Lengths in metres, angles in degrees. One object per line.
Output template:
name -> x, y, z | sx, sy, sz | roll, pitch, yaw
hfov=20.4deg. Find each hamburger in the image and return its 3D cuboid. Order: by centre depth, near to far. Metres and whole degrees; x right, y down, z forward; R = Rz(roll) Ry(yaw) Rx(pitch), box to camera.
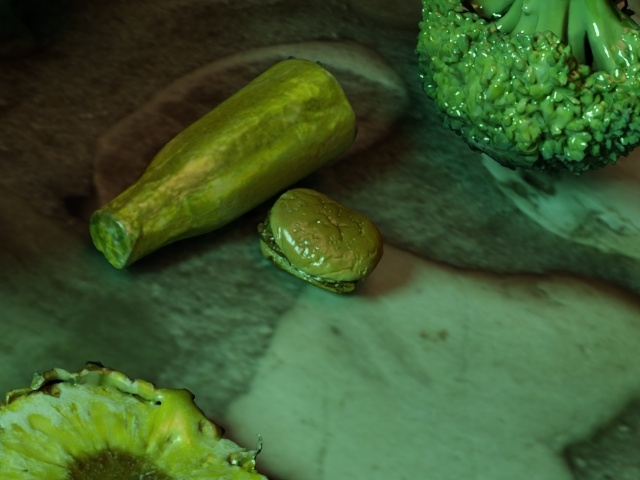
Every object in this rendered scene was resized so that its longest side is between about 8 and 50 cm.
hamburger -> 0.000, 0.000, 1.195 | 0.083, 0.044, 0.076 | 29, 40, -1

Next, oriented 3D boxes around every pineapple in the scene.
pineapple -> -0.118, 0.148, 0.973 | 0.221, 0.047, 0.221 | 16, 37, -13

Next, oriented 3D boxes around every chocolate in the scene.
chocolate -> -0.067, -0.048, 1.184 | 0.085, 0.086, 0.219 | 39, 45, 15

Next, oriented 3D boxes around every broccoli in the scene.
broccoli -> 0.170, -0.145, 1.345 | 0.198, 0.176, 0.226 | -3, 64, -21
